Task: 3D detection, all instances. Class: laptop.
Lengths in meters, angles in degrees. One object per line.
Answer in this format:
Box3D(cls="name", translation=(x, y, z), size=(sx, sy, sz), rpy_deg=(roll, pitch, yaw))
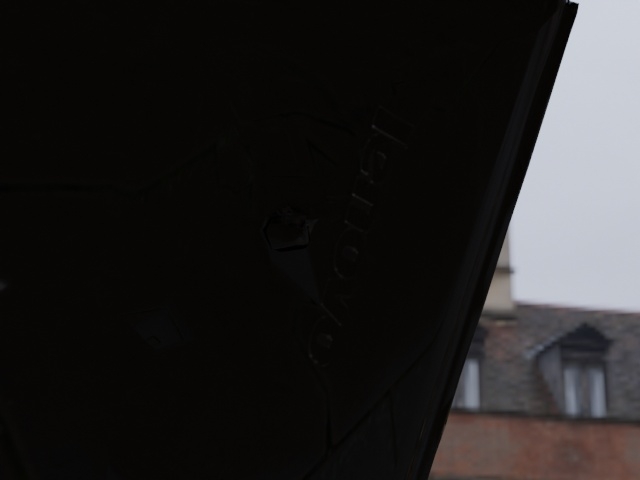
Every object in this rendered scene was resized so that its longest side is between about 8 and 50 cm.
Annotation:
Box3D(cls="laptop", translation=(-0.205, 0.046, 0.392), size=(0.408, 0.382, 0.236), rpy_deg=(23, 16, 25))
